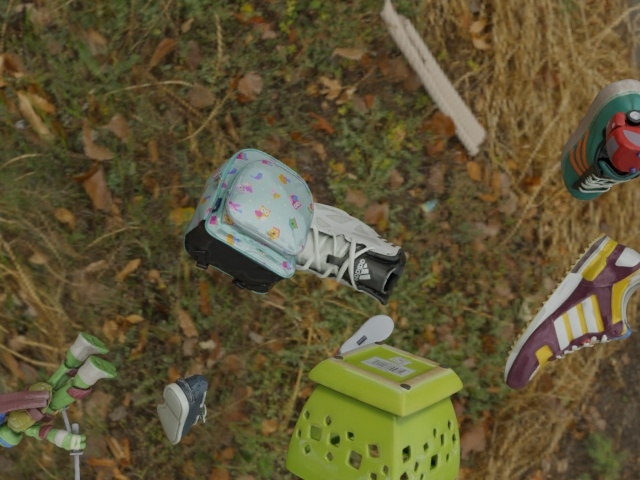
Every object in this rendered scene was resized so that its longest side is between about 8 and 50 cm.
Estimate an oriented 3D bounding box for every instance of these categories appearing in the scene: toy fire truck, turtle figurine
[{"bbox_3d":[0.425,-0.078,0.898,0.047,0.192,0.135,86,12,-56],"label":"toy fire truck"},{"bbox_3d":[-0.507,0.345,1.624,0.274,0.198,0.266,41,94,-5],"label":"turtle figurine"}]

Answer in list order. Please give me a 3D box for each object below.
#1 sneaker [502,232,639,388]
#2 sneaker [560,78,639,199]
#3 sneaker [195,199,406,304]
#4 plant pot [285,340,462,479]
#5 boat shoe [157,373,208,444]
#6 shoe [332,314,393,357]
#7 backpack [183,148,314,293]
[{"bbox_3d":[0.257,0.087,0.788,0.185,0.084,0.069,-59,160,16],"label":"sneaker"},{"bbox_3d":[0.493,-0.138,1.376,0.108,0.302,0.121,-1,61,2],"label":"sneaker"},{"bbox_3d":[0.001,-0.001,1.450,0.447,0.257,0.169,11,99,-47],"label":"sneaker"},{"bbox_3d":[0.101,0.302,1.341,0.227,0.228,0.207,-8,109,-51],"label":"plant pot"},{"bbox_3d":[-0.283,0.343,1.630,0.079,0.254,0.095,-26,65,-30],"label":"boat shoe"},{"bbox_3d":[0.101,0.250,1.955,0.178,0.081,0.063,-34,80,-32],"label":"shoe"},{"bbox_3d":[-0.095,-0.042,1.168,0.166,0.144,0.188,29,46,-21],"label":"backpack"}]
